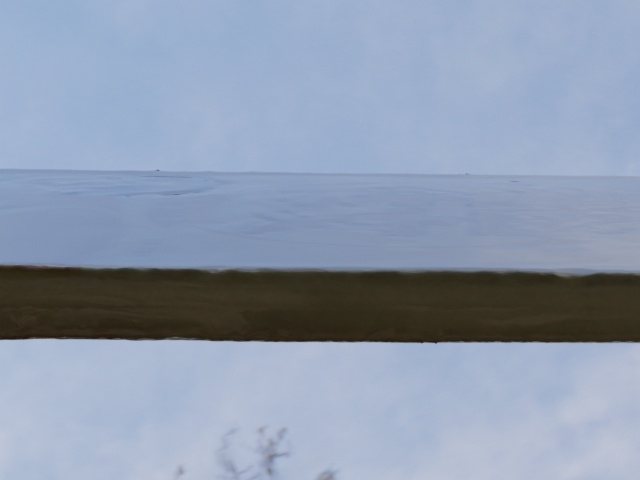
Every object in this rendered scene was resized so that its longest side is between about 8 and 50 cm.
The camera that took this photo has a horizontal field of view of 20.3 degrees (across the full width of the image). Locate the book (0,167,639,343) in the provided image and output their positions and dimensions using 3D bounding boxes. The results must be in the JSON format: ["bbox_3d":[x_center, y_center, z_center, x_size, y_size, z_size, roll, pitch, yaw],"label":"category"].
[{"bbox_3d":[0.000,0.000,0.492,0.295,0.208,0.020,0,-82,4],"label":"book"}]
